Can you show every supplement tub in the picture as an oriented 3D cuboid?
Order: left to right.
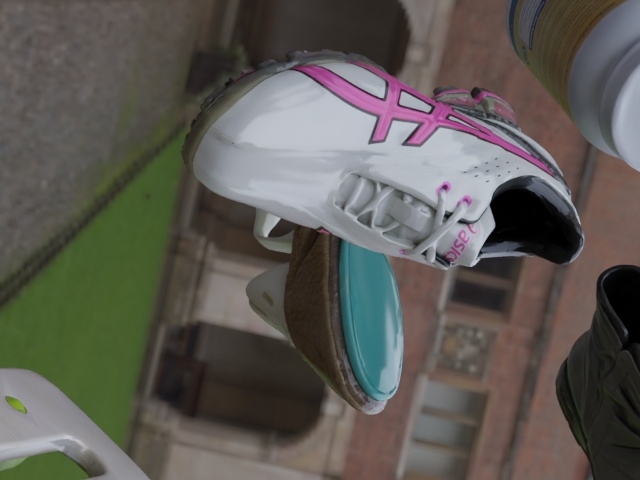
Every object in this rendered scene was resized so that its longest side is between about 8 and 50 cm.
[{"bbox_3d":[0.243,-0.152,1.242,0.199,0.144,0.144,-116,-146,-53],"label":"supplement tub"}]

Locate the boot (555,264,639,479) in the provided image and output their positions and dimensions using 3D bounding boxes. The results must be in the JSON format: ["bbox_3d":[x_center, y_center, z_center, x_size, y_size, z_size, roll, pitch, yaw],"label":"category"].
[{"bbox_3d":[0.241,0.151,1.127,0.161,0.083,0.246,95,-25,-62],"label":"boot"}]

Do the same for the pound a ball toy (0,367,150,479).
[{"bbox_3d":[-0.180,0.171,0.637,0.208,0.136,0.319,-47,168,5],"label":"pound a ball toy"}]

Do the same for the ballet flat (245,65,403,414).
[{"bbox_3d":[0.000,0.000,1.304,0.116,0.124,0.342,44,38,-48],"label":"ballet flat"}]

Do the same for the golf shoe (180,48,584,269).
[{"bbox_3d":[0.033,-0.027,0.634,0.086,0.186,0.067,52,-54,39],"label":"golf shoe"}]
